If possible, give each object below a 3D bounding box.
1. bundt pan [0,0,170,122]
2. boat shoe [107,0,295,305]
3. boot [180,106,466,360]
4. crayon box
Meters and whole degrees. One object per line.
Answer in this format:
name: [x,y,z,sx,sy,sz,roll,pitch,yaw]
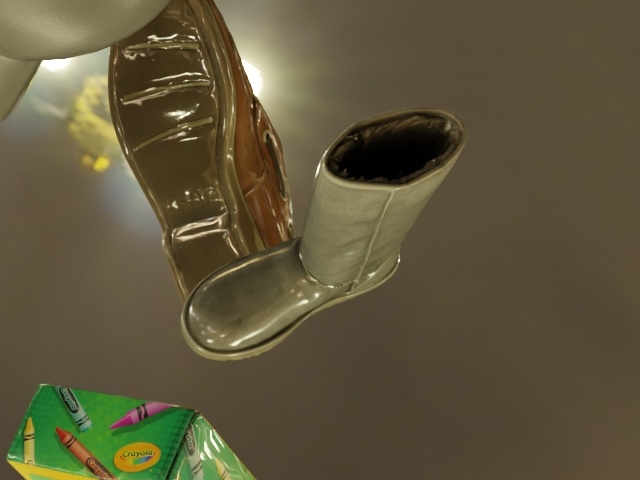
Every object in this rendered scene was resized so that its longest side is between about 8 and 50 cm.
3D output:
bundt pan: [-0.129,-0.168,0.512,0.331,0.331,0.124,56,-170,29]
boat shoe: [-0.090,-0.072,1.459,0.104,0.111,0.307,-34,-63,-60]
boot: [-0.002,-0.001,1.207,0.190,0.208,0.076,-29,-99,-18]
crayon box: [-0.138,0.238,1.593,0.165,0.278,0.081,7,-121,28]
